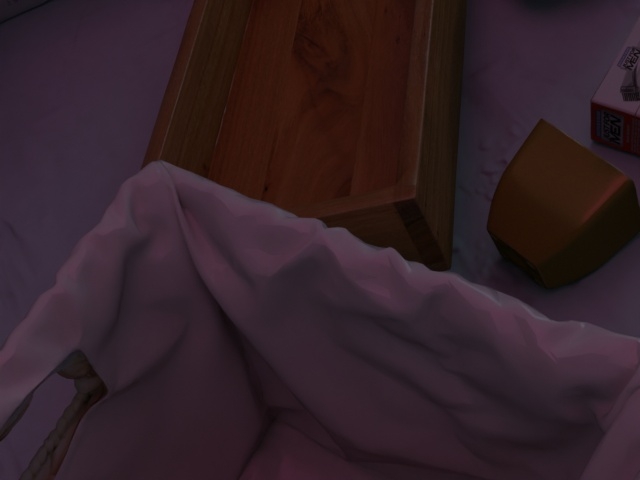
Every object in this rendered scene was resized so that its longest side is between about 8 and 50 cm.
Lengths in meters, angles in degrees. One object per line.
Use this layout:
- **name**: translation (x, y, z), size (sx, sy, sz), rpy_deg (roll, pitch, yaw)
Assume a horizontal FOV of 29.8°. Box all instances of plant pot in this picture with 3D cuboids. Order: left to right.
- **plant pot**: translation (0.162, -0.016, 0.827), size (0.083, 0.081, 0.081), rpy_deg (-48, 60, -3)

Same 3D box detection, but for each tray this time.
- **tray**: translation (0.000, -0.135, 0.873), size (0.202, 0.076, 0.411), rpy_deg (-11, 44, 22)

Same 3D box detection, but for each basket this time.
- **basket**: translation (-0.014, 0.195, 0.623), size (0.331, 0.266, 0.328), rpy_deg (22, 66, 25)

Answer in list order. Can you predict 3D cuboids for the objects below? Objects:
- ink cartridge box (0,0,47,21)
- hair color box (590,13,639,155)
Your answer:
- **ink cartridge box**: translation (-0.247, -0.336, 1.053), size (0.232, 0.168, 0.171), rpy_deg (-26, 66, -3)
- **hair color box**: translation (0.288, -0.093, 0.857), size (0.167, 0.053, 0.093), rpy_deg (23, 66, 23)
